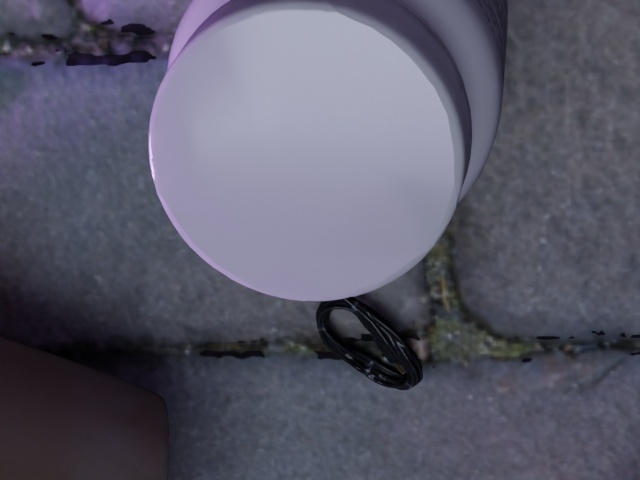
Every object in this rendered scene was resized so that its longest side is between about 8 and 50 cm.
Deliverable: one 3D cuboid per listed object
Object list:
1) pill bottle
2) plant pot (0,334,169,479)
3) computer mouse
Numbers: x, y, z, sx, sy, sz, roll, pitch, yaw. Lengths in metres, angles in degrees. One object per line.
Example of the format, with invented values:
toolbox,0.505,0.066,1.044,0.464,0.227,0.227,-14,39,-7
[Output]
pill bottle,0.013,-0.090,0.681,0.160,0.283,0.160,3,114,7
plant pot,-0.249,0.182,0.856,0.280,0.323,0.323,8,116,-12
computer mouse,0.000,0.000,0.863,0.071,0.041,0.242,-15,119,34
